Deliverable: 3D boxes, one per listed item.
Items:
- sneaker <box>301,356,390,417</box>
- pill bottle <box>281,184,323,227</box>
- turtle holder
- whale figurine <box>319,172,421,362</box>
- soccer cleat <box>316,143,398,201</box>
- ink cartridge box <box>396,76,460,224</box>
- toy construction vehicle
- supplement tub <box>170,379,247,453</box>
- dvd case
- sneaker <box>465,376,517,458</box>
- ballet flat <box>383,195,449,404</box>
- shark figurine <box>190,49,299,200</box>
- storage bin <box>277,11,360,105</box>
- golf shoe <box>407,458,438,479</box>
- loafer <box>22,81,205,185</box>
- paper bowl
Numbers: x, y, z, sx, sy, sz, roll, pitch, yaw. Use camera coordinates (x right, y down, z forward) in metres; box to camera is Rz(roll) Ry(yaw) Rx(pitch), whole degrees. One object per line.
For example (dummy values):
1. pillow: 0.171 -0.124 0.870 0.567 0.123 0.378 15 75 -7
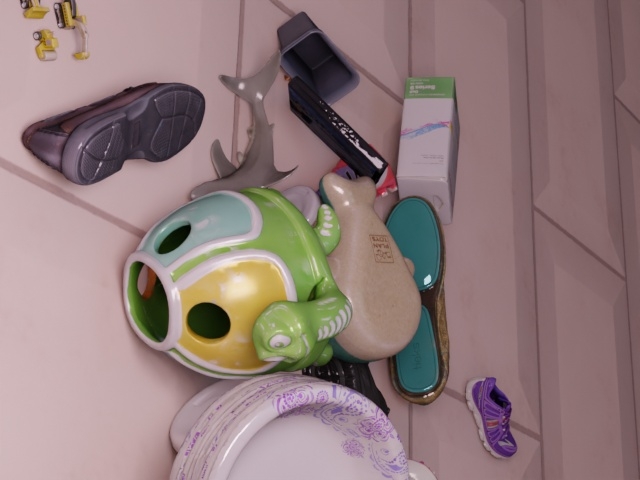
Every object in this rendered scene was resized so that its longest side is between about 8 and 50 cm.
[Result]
1. sneaker: 0.061 0.288 2.028 0.130 0.109 0.286 5 75 -61
2. pill bottle: 0.000 0.000 2.046 0.169 0.094 0.094 44 44 -41
3. turtle holder: -0.100 0.079 1.685 0.227 0.243 0.320 -9 47 -33
4. whale figurine: 0.040 0.043 1.959 0.216 0.141 0.272 1 74 -45
5. soccer cleat: 0.042 -0.093 2.174 0.095 0.083 0.248 61 31 4
6. ink cartridge box: 0.187 -0.153 2.352 0.154 0.093 0.212 75 18 -58
7. toy construction vehicle: -0.326 -0.272 1.693 0.086 0.035 0.098 -9 86 -58
8. supplement tub: -0.088 0.288 1.750 0.199 0.144 0.144 62 34 -22
9. dvd case: 0.024 -0.155 2.008 0.180 0.022 0.253 44 -2 1
10. sneaker: 0.317 0.318 2.445 0.170 0.071 0.068 64 34 -21
11. ballet flat: 0.157 0.103 2.255 0.123 0.123 0.348 23 59 -52
12. shark figurine: -0.081 -0.122 1.953 0.166 0.116 0.278 50 42 -38
13. storage bin: -0.015 -0.287 2.149 0.135 0.098 0.091 45 16 -39
14. golf shoe: 0.156 0.493 2.110 0.140 0.115 0.306 -36 103 -45
15. loafer: -0.252 -0.149 1.713 0.302 0.095 0.109 -32 140 -60
16. paper bowl: -0.047 0.296 1.601 0.284 0.148 0.284 -4 97 -34
